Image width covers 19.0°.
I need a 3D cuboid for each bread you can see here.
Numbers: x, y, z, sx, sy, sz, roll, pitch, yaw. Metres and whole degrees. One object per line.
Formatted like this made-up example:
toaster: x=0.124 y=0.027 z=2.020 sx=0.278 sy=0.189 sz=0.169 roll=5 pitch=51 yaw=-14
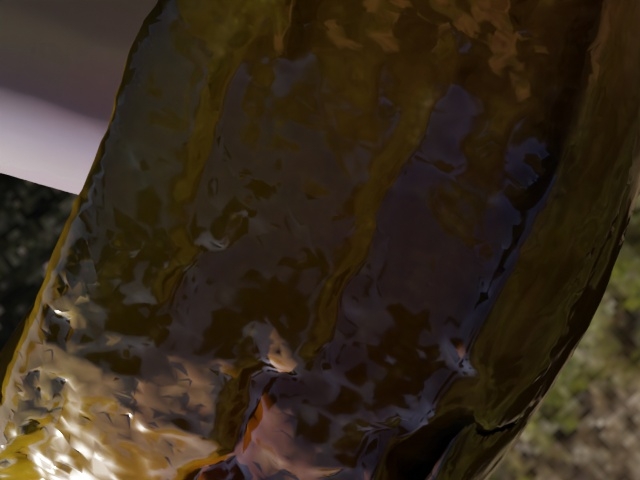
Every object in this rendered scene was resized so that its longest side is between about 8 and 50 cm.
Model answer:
bread: x=0.000 y=0.000 z=0.529 sx=0.143 sy=0.195 sz=0.269 roll=26 pitch=137 yaw=-2

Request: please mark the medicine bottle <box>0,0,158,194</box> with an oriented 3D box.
medicine bottle: x=-0.095 y=-0.119 z=0.863 sx=0.316 sy=0.202 sz=0.202 roll=17 pitch=168 yaw=-21
